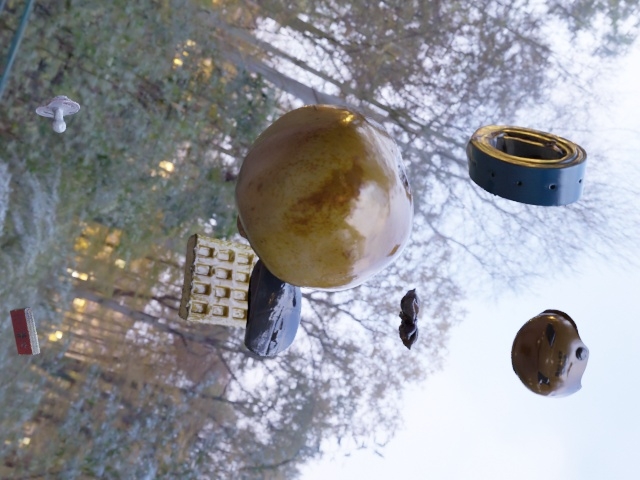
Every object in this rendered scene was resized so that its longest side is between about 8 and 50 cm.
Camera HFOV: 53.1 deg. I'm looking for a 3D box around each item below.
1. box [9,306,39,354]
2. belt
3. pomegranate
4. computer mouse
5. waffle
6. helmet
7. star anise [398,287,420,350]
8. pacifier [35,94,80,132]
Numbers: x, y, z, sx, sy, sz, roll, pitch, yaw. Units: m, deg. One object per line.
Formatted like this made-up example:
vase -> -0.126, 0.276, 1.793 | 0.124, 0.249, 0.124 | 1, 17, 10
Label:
box -> -0.836, 0.257, 1.812 | 0.090, 0.023, 0.133 | -7, -86, 40
belt -> 0.685, -0.263, 2.166 | 0.436, 0.300, 0.173 | 33, -45, 51
pomegranate -> -0.002, -0.090, 1.365 | 0.417, 0.416, 0.417 | -52, -155, 36
computer mouse -> -0.115, 0.165, 1.616 | 0.086, 0.137, 0.270 | 12, -82, 62
waffle -> -0.285, 0.119, 1.829 | 0.055, 0.221, 0.248 | -10, -109, 47
helmet -> 0.558, 0.291, 1.612 | 0.198, 0.130, 0.224 | 7, -79, 58
star anise -> 0.307, 0.264, 2.222 | 0.197, 0.073, 0.212 | -28, 123, -81
pacifier -> -0.568, -0.272, 1.399 | 0.099, 0.081, 0.078 | -14, -103, 27
